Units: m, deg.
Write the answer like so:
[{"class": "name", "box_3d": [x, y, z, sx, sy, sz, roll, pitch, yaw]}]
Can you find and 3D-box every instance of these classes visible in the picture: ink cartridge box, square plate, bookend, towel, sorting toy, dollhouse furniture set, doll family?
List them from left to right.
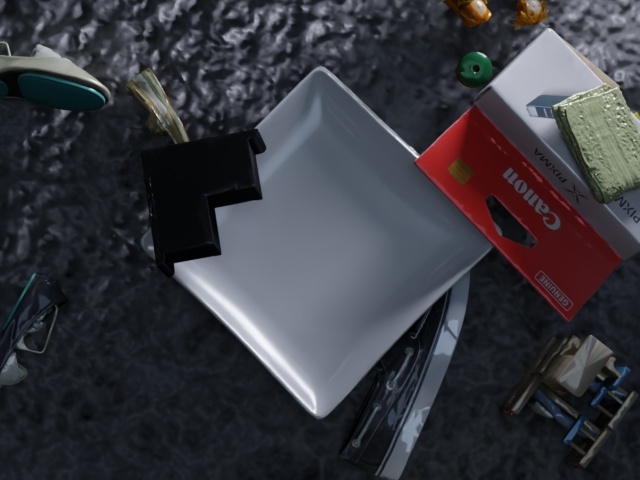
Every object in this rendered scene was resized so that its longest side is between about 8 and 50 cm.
[{"class": "bookend", "box_3d": [-0.140, -0.048, 1.813, 0.157, 0.072, 0.156, -11, 74, 4]}, {"class": "square plate", "box_3d": [0.000, 0.000, 1.855, 0.344, 0.049, 0.347, 44, 83, 12]}, {"class": "doll family", "box_3d": [0.247, -0.371, 1.924, 0.263, 0.118, 0.163, -11, 80, -25]}, {"class": "sorting toy", "box_3d": [0.324, -0.193, 1.934, 0.274, 0.046, 0.132, 39, 83, -2]}, {"class": "ink cartridge box", "box_3d": [0.312, -0.088, 1.836, 0.296, 0.066, 0.261, 46, 65, -1]}, {"class": "dollhouse furniture set", "box_3d": [0.338, 0.213, 1.833, 0.129, 0.183, 0.129, 38, 83, -2]}, {"class": "towel", "box_3d": [0.367, -0.126, 1.815, 0.110, 0.027, 0.148, -22, 81, -25]}]

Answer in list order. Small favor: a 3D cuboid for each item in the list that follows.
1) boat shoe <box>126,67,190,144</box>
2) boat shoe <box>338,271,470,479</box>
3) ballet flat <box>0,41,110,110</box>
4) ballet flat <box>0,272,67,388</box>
[{"class": "boat shoe", "box_3d": [-0.214, -0.163, 1.879, 0.045, 0.050, 0.135, -30, 79, -4]}, {"class": "boat shoe", "box_3d": [0.108, 0.162, 1.859, 0.102, 0.108, 0.301, 22, 89, -3]}, {"class": "ballet flat", "box_3d": [-0.399, -0.224, 1.852, 0.248, 0.086, 0.086, 4, 85, -5]}, {"class": "ballet flat", "box_3d": [-0.397, 0.139, 1.824, 0.074, 0.074, 0.203, 34, 81, -2]}]
